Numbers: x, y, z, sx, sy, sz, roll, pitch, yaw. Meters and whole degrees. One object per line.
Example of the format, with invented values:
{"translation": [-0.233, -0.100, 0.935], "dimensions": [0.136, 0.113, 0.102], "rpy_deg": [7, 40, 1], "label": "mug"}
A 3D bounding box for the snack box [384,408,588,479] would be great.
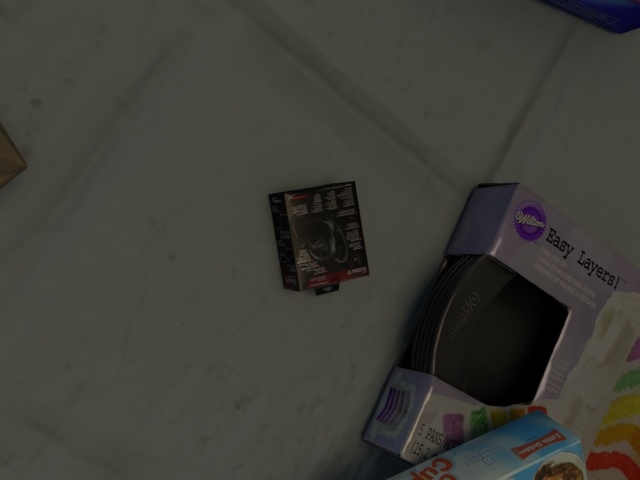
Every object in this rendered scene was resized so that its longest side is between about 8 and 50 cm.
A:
{"translation": [0.134, 0.310, 0.615], "dimensions": [0.187, 0.060, 0.322], "rpy_deg": [-21, 110, -14], "label": "snack box"}

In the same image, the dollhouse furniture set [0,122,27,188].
{"translation": [-0.388, -0.023, 0.370], "dimensions": [0.355, 0.303, 0.174], "rpy_deg": [-37, 78, 6], "label": "dollhouse furniture set"}

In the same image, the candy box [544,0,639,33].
{"translation": [0.253, -0.278, 0.571], "dimensions": [0.268, 0.317, 0.122], "rpy_deg": [12, 85, -26], "label": "candy box"}

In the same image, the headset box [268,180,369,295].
{"translation": [0.000, 0.000, 0.607], "dimensions": [0.062, 0.032, 0.083], "rpy_deg": [-12, 97, -25], "label": "headset box"}

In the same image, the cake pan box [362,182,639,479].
{"translation": [0.190, 0.113, 0.683], "dimensions": [0.267, 0.070, 0.246], "rpy_deg": [33, 74, -22], "label": "cake pan box"}
